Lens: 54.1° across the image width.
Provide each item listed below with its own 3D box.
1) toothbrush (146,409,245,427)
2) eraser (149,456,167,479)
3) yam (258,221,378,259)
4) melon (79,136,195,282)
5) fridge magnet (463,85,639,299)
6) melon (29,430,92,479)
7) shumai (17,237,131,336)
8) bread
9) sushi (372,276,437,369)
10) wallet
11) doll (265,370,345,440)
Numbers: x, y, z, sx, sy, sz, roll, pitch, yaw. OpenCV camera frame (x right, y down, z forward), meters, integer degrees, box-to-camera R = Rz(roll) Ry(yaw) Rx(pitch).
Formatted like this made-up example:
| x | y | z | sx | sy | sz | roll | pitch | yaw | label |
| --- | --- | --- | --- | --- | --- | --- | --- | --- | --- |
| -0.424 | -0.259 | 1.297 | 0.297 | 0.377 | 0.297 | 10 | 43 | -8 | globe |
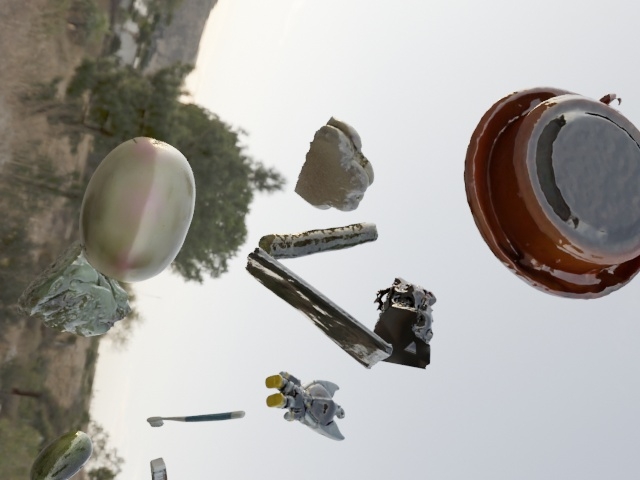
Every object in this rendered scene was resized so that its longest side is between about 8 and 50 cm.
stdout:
| x | y | z | sx | sy | sz | roll | pitch | yaw | label |
| --- | --- | --- | --- | --- | --- | --- | --- | --- | --- |
| -0.279 | 0.398 | 1.393 | 0.275 | 0.025 | 0.019 | -12 | -158 | 27 | toothbrush |
| -0.286 | 0.438 | 1.117 | 0.019 | 0.027 | 0.100 | 2 | -81 | 55 | eraser |
| 0.000 | 0.000 | 1.358 | 0.061 | 0.273 | 0.061 | 28 | -58 | 57 | yam |
| -0.387 | -0.058 | 1.324 | 0.317 | 0.222 | 0.223 | -68 | -158 | 13 | melon |
| 0.399 | -0.086 | 1.006 | 0.155 | 0.363 | 0.364 | 142 | -42 | -67 | fridge magnet |
| -0.615 | 0.520 | 1.483 | 0.162 | 0.099 | 0.099 | -40 | 167 | -48 | melon |
| -0.668 | 0.159 | 1.791 | 0.309 | 0.263 | 0.304 | -46 | -157 | -12 | shumai |
| 0.045 | -0.173 | 1.622 | 0.102 | 0.183 | 0.337 | -54 | 176 | -27 | bread |
| 0.192 | 0.171 | 1.438 | 0.150 | 0.152 | 0.172 | -60 | 150 | -48 | sushi |
| -0.009 | 0.116 | 1.064 | 0.030 | 0.285 | 0.146 | -52 | 177 | -19 | wallet |
| -0.028 | 0.426 | 1.618 | 0.103 | 0.316 | 0.146 | -43 | -131 | 9 | doll |
